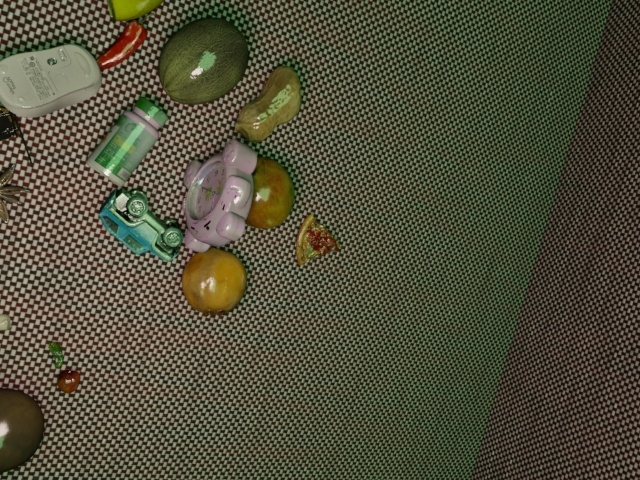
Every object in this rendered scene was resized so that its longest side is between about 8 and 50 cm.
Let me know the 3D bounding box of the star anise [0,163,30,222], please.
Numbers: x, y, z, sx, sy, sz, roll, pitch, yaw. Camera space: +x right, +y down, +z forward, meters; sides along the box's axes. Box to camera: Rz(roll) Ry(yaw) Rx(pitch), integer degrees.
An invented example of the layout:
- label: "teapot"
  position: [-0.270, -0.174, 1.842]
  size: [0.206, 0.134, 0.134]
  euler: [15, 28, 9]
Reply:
- label: "star anise"
  position: [-0.967, -0.144, 1.625]
  size: [0.182, 0.065, 0.195]
  euler: [-21, 104, -26]

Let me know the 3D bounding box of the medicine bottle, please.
- label: "medicine bottle"
  position: [-0.602, -0.314, 1.727]
  size: [0.133, 0.133, 0.274]
  euler: [39, 82, -26]

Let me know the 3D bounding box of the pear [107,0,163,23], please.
- label: "pear"
  position: [-0.538, -0.800, 1.653]
  size: [0.255, 0.164, 0.239]
  euler: [-16, 104, -23]

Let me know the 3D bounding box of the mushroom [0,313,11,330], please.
- label: "mushroom"
  position: [-1.047, 0.239, 1.664]
  size: [0.202, 0.054, 0.059]
  euler: [21, 95, -33]

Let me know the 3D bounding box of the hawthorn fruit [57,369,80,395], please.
- label: "hawthorn fruit"
  position: [-0.826, 0.463, 1.800]
  size: [0.077, 0.077, 0.077]
  euler: [-5, 102, -25]

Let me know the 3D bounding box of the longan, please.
- label: "longan"
  position: [-0.974, 0.578, 1.662]
  size: [0.257, 0.258, 0.258]
  euler: [-5, 102, -25]

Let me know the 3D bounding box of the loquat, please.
- label: "loquat"
  position: [-0.365, 0.142, 1.894]
  size: [0.238, 0.193, 0.239]
  euler: [8, 79, -42]

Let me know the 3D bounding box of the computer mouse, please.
- label: "computer mouse"
  position: [-0.797, -0.469, 1.602]
  size: [0.296, 0.121, 0.184]
  euler: [-34, 102, -26]

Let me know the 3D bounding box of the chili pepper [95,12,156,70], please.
- label: "chili pepper"
  position: [-0.611, -0.611, 1.706]
  size: [0.071, 0.063, 0.272]
  euler: [43, 87, 4]

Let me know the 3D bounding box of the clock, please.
- label: "clock"
  position: [-0.330, -0.136, 1.755]
  size: [0.113, 0.295, 0.323]
  euler: [24, 60, -42]

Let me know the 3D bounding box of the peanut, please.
- label: "peanut"
  position: [-0.164, -0.462, 1.902]
  size: [0.159, 0.143, 0.291]
  euler: [39, 84, -16]

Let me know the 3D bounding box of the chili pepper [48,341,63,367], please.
- label: "chili pepper"
  position: [-0.863, 0.370, 1.790]
  size: [0.030, 0.034, 0.091]
  euler: [-7, 106, 10]

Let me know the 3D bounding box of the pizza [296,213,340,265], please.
- label: "pizza"
  position: [0.000, 0.000, 2.116]
  size: [0.193, 0.053, 0.201]
  euler: [1, 99, -26]

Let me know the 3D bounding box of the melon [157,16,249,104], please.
- label: "melon"
  position: [-0.371, -0.562, 1.732]
  size: [0.301, 0.237, 0.238]
  euler: [-40, 114, -9]

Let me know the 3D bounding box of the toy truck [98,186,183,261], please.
- label: "toy truck"
  position: [-0.576, -0.049, 1.781]
  size: [0.156, 0.155, 0.279]
  euler: [-44, 115, -2]

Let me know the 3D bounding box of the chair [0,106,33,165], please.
- label: "chair"
  position: [-0.948, -0.329, 1.552]
  size: [0.158, 0.172, 0.247]
  euler: [-20, 64, -21]

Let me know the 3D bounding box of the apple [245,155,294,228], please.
- label: "apple"
  position: [-0.210, -0.160, 1.917]
  size: [0.246, 0.246, 0.226]
  euler: [-44, 133, -12]
